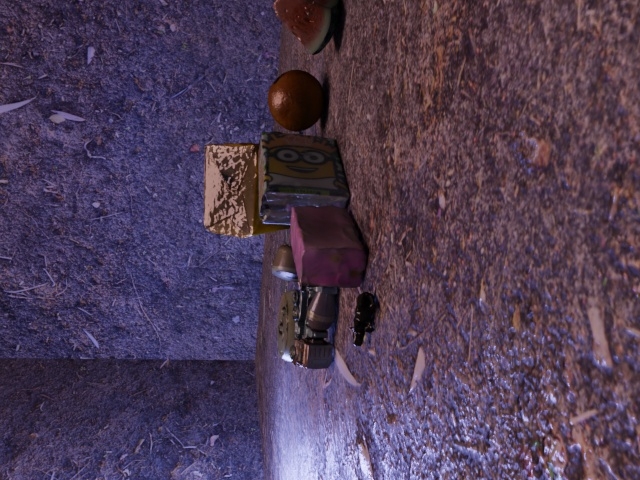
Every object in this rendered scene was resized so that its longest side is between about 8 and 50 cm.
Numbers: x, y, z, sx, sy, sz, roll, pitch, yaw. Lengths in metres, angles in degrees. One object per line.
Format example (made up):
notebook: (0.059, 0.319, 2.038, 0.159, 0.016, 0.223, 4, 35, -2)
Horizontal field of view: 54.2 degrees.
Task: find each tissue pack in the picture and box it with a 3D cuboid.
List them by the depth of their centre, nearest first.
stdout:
tissue pack: (-0.058, -0.176, 1.742, 0.311, 0.227, 0.128, -99, 16, -50)
tissue pack: (-0.192, -0.179, 2.082, 0.381, 0.228, 0.294, -13, -71, -59)

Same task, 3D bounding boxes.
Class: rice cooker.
rice cooker: (-0.092, 0.077, 2.138, 0.206, 0.145, 0.127, -162, 87, -83)

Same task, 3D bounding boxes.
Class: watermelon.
watermelon: (-0.038, -0.715, 1.861, 0.148, 0.226, 0.319, -41, 54, 39)

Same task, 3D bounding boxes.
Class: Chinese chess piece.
Chinese chess piece: (-0.086, 0.294, 2.166, 0.250, 0.101, 0.251, -177, 90, -79)

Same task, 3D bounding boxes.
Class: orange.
orange: (-0.078, -0.461, 2.050, 0.206, 0.205, 0.206, -178, 90, -80)

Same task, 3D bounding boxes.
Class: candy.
candy: (0.011, 0.012, 1.521, 0.265, 0.155, 0.116, -108, 18, -63)

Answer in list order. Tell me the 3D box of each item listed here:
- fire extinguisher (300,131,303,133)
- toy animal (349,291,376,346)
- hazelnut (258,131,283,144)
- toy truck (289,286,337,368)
fire extinguisher: (-0.084, -0.469, 2.510, 0.157, 0.045, 0.078, 173, 77, -79)
toy animal: (0.090, 0.174, 1.351, 0.065, 0.047, 0.136, -95, 10, -61)
hazelnut: (-0.186, -0.324, 2.623, 0.252, 0.217, 0.217, -66, 9, -5)
toy truck: (-0.011, 0.234, 1.753, 0.140, 0.107, 0.257, -177, 92, -67)
